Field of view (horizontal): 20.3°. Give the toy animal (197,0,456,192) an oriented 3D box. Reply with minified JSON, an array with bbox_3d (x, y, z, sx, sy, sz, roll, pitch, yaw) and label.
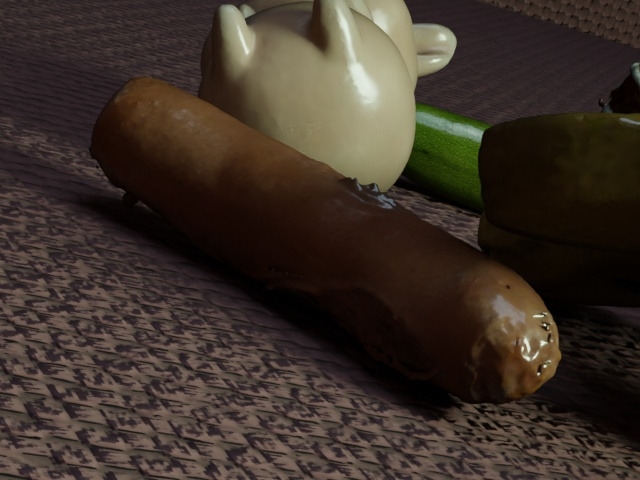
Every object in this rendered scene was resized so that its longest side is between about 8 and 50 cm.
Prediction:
[{"bbox_3d":[-0.001,-0.101,1.174,0.166,0.154,0.250,-2,16,9],"label":"toy animal"}]

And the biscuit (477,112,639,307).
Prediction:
[{"bbox_3d":[0.251,0.003,0.978,0.368,0.076,0.394,3,-7,-5],"label":"biscuit"}]

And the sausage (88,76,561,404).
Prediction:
[{"bbox_3d":[0.001,0.000,0.931,0.326,0.079,0.087,30,6,37],"label":"sausage"}]

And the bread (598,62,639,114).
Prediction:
[{"bbox_3d":[0.319,-0.054,1.491,0.224,0.142,0.212,7,32,-44],"label":"bread"}]

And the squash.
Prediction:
[{"bbox_3d":[0.155,-0.044,1.350,0.252,0.066,0.066,18,13,0],"label":"squash"}]
